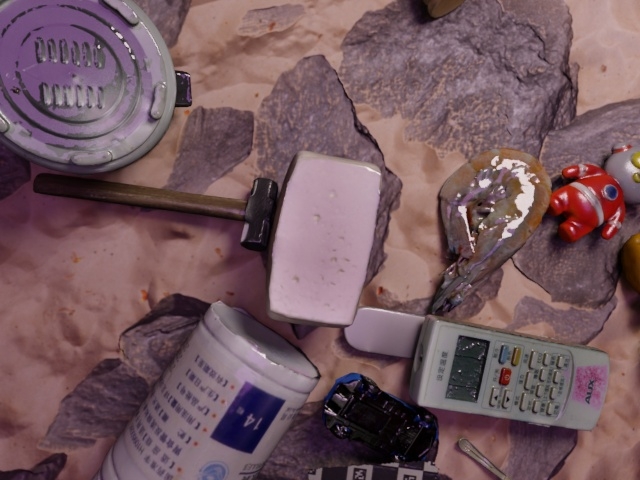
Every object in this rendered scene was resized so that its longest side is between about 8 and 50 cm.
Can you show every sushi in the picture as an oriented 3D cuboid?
[{"bbox_3d":[0.088,0.443,0.678,0.209,0.040,0.193,-2,93,1],"label":"sushi"}]

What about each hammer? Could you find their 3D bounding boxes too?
[{"bbox_3d":[-0.251,-0.061,0.643,0.364,0.043,0.111,8,69,-2],"label":"hammer"}]

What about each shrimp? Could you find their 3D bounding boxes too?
[{"bbox_3d":[0.258,-0.021,0.701,0.164,0.062,0.317,36,89,13],"label":"shrimp"}]

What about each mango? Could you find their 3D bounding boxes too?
[{"bbox_3d":[0.568,0.043,0.723,0.060,0.080,0.115,-8,84,-21],"label":"mango"}]

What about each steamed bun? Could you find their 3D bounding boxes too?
[{"bbox_3d":[0.000,0.000,0.614,0.146,0.164,0.242,10,91,-5],"label":"steamed bun"}]

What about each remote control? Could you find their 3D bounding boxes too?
[{"bbox_3d":[0.319,0.223,0.692,0.343,0.050,0.145,12,90,-11],"label":"remote control"},{"bbox_3d":[0.157,0.162,0.703,0.244,0.022,0.078,10,90,-7],"label":"remote control"}]

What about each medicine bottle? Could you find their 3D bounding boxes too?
[{"bbox_3d":[-0.166,0.273,0.578,0.189,0.190,0.332,35,86,-5],"label":"medicine bottle"}]

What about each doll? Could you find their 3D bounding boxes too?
[{"bbox_3d":[0.508,-0.091,0.722,0.244,0.076,0.143,-29,90,-2],"label":"doll"}]

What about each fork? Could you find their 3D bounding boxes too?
[{"bbox_3d":[0.320,0.408,0.715,0.219,0.028,0.034,42,89,-5],"label":"fork"}]

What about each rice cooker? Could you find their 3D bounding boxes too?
[{"bbox_3d":[-0.314,-0.210,0.551,0.280,0.227,0.242,-7,106,-21],"label":"rice cooker"}]

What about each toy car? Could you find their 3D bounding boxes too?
[{"bbox_3d":[0.098,0.288,0.673,0.216,0.063,0.103,34,90,-21],"label":"toy car"}]

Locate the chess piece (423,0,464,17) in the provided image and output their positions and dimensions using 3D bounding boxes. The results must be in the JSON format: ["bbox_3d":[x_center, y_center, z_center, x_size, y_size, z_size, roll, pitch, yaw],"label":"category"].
[{"bbox_3d":[0.182,-0.469,0.687,0.094,0.094,0.171,-29,85,-6],"label":"chess piece"}]
